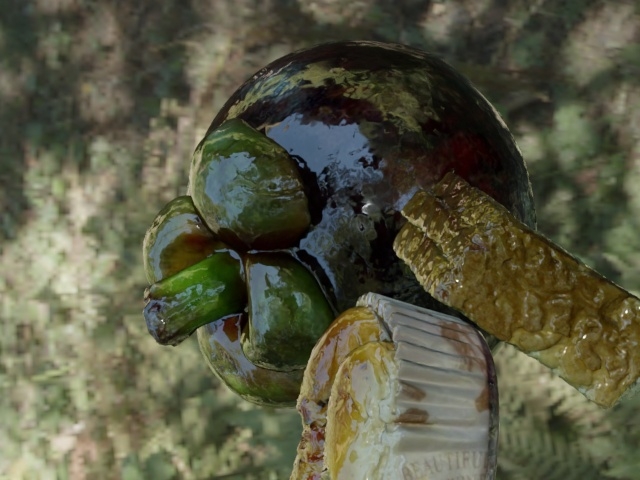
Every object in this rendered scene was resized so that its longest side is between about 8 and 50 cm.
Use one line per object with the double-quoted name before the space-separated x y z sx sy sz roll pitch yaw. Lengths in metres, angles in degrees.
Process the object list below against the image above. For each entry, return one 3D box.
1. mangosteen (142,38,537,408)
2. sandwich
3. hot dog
"mangosteen" 0.011 -0.007 1.154 0.300 0.300 0.300 0 90 42
"sandwich" 0.069 0.015 0.494 0.036 0.093 0.105 -55 18 5
"hot dog" 0.019 0.156 0.647 0.144 0.075 0.268 -173 87 -74
